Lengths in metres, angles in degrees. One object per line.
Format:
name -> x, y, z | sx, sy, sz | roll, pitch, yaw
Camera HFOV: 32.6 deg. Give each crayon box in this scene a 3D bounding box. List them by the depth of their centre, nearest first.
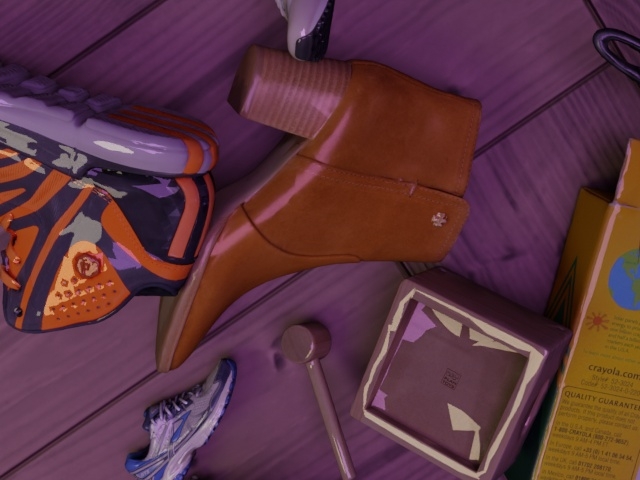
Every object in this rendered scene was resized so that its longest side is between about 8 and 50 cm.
crayon box -> 0.296, 0.083, 0.928 | 0.202, 0.081, 0.319 | 13, 101, -8

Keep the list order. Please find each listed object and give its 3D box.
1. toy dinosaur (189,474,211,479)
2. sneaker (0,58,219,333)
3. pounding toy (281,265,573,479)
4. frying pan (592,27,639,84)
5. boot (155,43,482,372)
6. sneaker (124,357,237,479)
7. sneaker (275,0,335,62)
toy dinosaur -> -0.127, 0.292, 0.882 | 0.313, 0.160, 0.121 | -33, 95, 14
sneaker -> -0.239, -0.032, 0.808 | 0.321, 0.124, 0.180 | 19, 110, 15
pounding toy -> 0.074, 0.114, 0.908 | 0.206, 0.094, 0.181 | 27, 107, 22
frying pan -> 0.379, -0.081, 0.825 | 0.197, 0.053, 0.326 | -36, 105, 14
boot -> 0.000, -0.001, 0.876 | 0.211, 0.104, 0.295 | 15, 111, -20
sneaker -> -0.119, 0.152, 0.918 | 0.058, 0.052, 0.135 | 32, 95, -4
sneaker -> -0.025, -0.193, 0.816 | 0.075, 0.161, 0.057 | 8, 141, 0
